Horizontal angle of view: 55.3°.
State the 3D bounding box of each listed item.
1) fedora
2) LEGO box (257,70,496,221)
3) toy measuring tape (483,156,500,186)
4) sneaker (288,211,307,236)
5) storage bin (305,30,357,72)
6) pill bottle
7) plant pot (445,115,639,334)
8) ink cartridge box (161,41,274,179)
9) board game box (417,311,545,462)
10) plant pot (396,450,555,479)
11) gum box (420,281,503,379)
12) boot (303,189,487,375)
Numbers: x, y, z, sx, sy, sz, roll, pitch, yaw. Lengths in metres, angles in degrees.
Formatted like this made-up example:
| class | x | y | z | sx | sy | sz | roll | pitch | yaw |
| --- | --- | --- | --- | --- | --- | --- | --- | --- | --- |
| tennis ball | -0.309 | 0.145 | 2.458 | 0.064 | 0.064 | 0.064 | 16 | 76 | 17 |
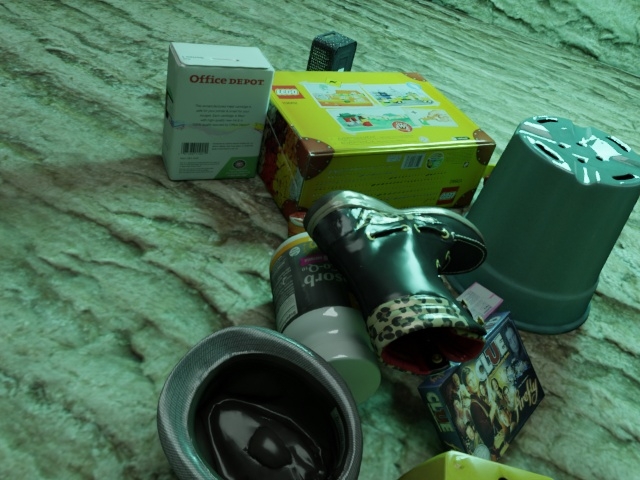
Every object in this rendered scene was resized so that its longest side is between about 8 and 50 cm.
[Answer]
| class | x | y | z | sx | sy | sz | roll | pitch | yaw |
| --- | --- | --- | --- | --- | --- | --- | --- | --- | --- |
| fedora | -0.079 | 0.259 | 0.820 | 0.275 | 0.124 | 0.244 | 30 | 55 | 6 |
| LEGO box | 0.099 | -0.243 | 1.475 | 0.500 | 0.193 | 0.372 | -7 | 43 | -26 |
| toy measuring tape | 0.435 | -0.148 | 1.528 | 0.121 | 0.121 | 0.330 | 1 | 8 | -17 |
| sneaker | 0.000 | 0.000 | 1.232 | 0.064 | 0.067 | 0.175 | -18 | 35 | -34 |
| storage bin | 0.027 | -0.509 | 1.796 | 0.084 | 0.180 | 0.122 | 31 | 40 | 20 |
| pill bottle | 0.005 | 0.126 | 1.006 | 0.162 | 0.162 | 0.278 | 3 | 39 | -15 |
| plant pot | 0.456 | -0.049 | 1.240 | 0.341 | 0.334 | 0.341 | 9 | 38 | -7 |
| ink cartridge box | -0.232 | -0.278 | 1.338 | 0.201 | 0.278 | 0.117 | -5 | 42 | -24 |
| board game box | 0.263 | 0.240 | 0.969 | 0.243 | 0.042 | 0.165 | -31 | 99 | -43 |
| plant pot | 0.188 | 0.378 | 0.732 | 0.212 | 0.187 | 0.212 | 16 | 37 | 1 |
| gum box | 0.244 | 0.162 | 1.087 | 0.062 | 0.107 | 0.188 | 36 | 42 | 25 |
| boot | 0.172 | 0.070 | 0.976 | 0.377 | 0.138 | 0.284 | 14 | 36 | -36 |
